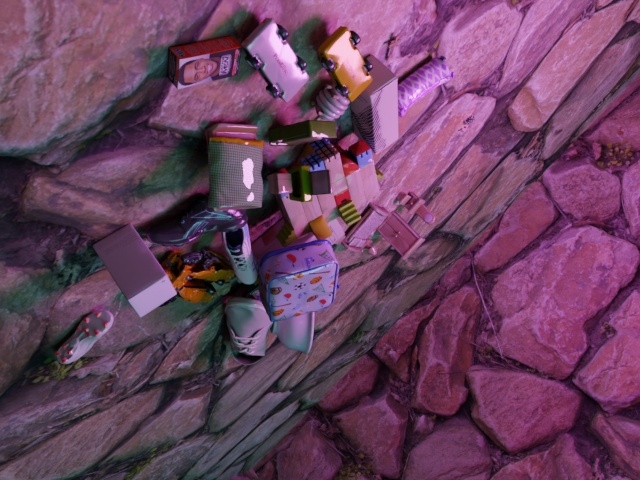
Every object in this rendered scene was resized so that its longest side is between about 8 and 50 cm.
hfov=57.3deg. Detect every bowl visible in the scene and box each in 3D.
[{"bbox_3d":[-0.115,0.271,2.162,0.134,0.297,0.297,2,141,-12],"label":"bowl"}]

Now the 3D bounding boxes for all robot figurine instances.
[{"bbox_3d":[-0.365,0.103,1.668,0.211,0.085,0.291,-46,156,10],"label":"robot figurine"}]

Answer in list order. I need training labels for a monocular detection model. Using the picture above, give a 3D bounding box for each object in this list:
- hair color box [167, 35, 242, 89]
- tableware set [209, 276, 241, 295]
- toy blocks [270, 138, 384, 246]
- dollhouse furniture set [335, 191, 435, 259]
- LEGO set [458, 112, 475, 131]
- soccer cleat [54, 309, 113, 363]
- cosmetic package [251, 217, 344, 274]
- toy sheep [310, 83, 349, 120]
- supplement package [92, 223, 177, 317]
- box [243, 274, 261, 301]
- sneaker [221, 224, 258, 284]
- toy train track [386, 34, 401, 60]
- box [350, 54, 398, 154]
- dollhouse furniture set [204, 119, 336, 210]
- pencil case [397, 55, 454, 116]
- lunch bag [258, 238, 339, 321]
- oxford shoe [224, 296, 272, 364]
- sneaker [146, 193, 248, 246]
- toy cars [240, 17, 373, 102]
[{"bbox_3d":[-0.228,-0.352,1.154,0.141,0.043,0.072,-24,152,-32],"label":"hair color box"},{"bbox_3d":[-0.290,0.124,1.896,0.169,0.020,0.141,-37,156,-11],"label":"tableware set"},{"bbox_3d":[0.009,-0.178,1.675,0.382,0.190,0.260,-29,142,-9],"label":"toy blocks"},{"bbox_3d":[0.257,-0.045,2.238,0.303,0.174,0.356,-50,155,17],"label":"dollhouse furniture set"},{"bbox_3d":[0.556,-0.438,2.202,0.054,0.023,0.083,-23,150,-35],"label":"LEGO set"},{"bbox_3d":[-0.626,0.256,1.571,0.196,0.068,0.076,-42,171,5],"label":"soccer cleat"},{"bbox_3d":[-0.083,0.008,1.874,0.296,0.129,0.153,-39,155,-3],"label":"cosmetic package"},{"bbox_3d":[0.025,-0.349,1.490,0.132,0.091,0.091,-38,161,31],"label":"toy sheep"},{"bbox_3d":[-0.438,0.070,1.386,0.105,0.179,0.105,-34,154,-18],"label":"supplement package"},{"bbox_3d":[-0.167,0.133,2.037,0.184,0.045,0.190,-36,165,-6],"label":"box"},{"bbox_3d":[-0.232,0.033,1.654,0.086,0.085,0.237,-74,158,-56],"label":"sneaker"},{"bbox_3d":[0.188,-0.510,1.546,0.048,0.014,0.083,-36,162,-29],"label":"toy train track"},{"bbox_3d":[0.147,-0.365,1.610,0.094,0.113,0.275,-36,154,-8],"label":"box"},{"bbox_3d":[-0.110,-0.179,1.386,0.302,0.151,0.197,-9,96,-48],"label":"dollhouse furniture set"},{"bbox_3d":[0.289,-0.447,1.710,0.206,0.088,0.086,-38,154,-6],"label":"pencil case"},{"bbox_3d":[-0.059,0.125,1.758,0.243,0.114,0.303,-16,149,-14],"label":"lunch bag"},{"bbox_3d":[-0.259,0.331,2.098,0.449,0.169,0.130,98,2,-58],"label":"oxford shoe"},{"bbox_3d":[-0.316,-0.062,1.486,0.268,0.101,0.106,-19,120,-30],"label":"sneaker"},{"bbox_3d":[-0.031,-0.406,1.314,0.394,0.087,0.176,-12,131,-41],"label":"toy cars"}]
